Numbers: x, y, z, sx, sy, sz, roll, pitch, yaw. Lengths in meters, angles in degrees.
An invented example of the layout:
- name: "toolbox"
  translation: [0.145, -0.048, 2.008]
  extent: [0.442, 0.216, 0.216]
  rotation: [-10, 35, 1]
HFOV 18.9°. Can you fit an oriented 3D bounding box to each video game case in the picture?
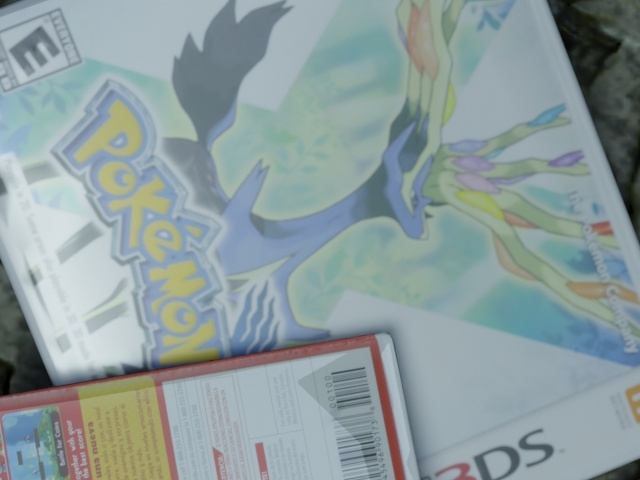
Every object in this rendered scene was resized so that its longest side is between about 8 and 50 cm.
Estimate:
- name: "video game case"
  translation: [0.000, 0.000, 0.959]
  extent: [0.300, 0.036, 0.329]
  rotation: [-22, 95, -6]
- name: "video game case"
  translation: [-0.087, 0.165, 0.900]
  extent: [0.285, 0.025, 0.204]
  rotation: [-9, 81, -9]

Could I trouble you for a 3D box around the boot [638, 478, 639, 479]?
- name: "boot"
  translation: [0.163, 0.224, 0.941]
  extent: [0.165, 0.077, 0.213]
  rotation: [-20, 80, -8]
